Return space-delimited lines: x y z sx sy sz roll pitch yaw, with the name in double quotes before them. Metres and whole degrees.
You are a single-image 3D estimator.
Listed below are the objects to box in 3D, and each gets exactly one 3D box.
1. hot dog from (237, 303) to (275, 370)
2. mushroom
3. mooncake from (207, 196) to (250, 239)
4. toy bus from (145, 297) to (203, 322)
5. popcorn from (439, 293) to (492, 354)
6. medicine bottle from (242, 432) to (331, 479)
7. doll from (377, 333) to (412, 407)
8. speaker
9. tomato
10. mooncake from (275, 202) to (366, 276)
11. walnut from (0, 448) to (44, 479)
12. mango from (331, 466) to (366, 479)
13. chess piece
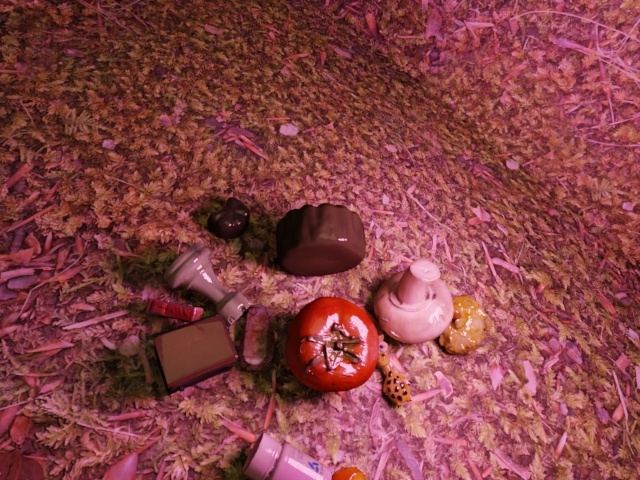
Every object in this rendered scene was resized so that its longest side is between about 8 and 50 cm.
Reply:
"hot dog" -0.232 0.347 1.513 0.131 0.069 0.253 4 57 -7
"mushroom" 0.392 0.238 1.652 0.315 0.356 0.315 31 24 -15
"mooncake" -0.375 -0.096 1.692 0.168 0.104 0.175 7 56 -10
"toy bus" -0.509 0.242 1.430 0.192 0.077 0.065 9 75 8
"popcorn" 0.594 0.353 1.740 0.254 0.195 0.256 15 76 -5
"medicine bottle" -0.105 0.726 1.291 0.254 0.152 0.152 32 56 0
"doll" 0.257 0.494 1.596 0.117 0.086 0.291 -27 70 1
"speaker" -0.416 0.378 1.373 0.230 0.153 0.193 -17 68 -28
"tomato" 0.034 0.379 1.476 0.340 0.273 0.342 4 74 -14
"mooncake" 0.000 0.000 1.623 0.355 0.356 0.194 2 63 -19
"walnut" -0.826 0.651 1.046 0.224 0.224 0.225 9 59 -15
"mango" 0.067 0.841 1.323 0.141 0.102 0.217 41 56 -23
"chess piece" -0.398 0.171 1.491 0.299 0.194 0.195 44 56 -3
